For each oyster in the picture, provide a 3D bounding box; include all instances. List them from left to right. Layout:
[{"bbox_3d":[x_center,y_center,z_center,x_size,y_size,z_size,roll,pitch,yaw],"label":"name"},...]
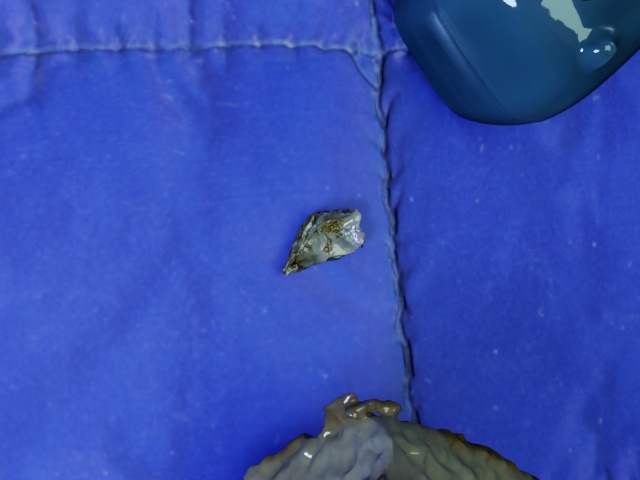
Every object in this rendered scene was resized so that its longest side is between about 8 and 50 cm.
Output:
[{"bbox_3d":[-0.001,-0.003,1.061,0.093,0.034,0.051,-16,111,-38],"label":"oyster"}]

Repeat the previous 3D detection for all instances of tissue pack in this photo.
[{"bbox_3d":[0.225,-0.248,1.090,0.287,0.206,0.198,-43,105,-23],"label":"tissue pack"}]

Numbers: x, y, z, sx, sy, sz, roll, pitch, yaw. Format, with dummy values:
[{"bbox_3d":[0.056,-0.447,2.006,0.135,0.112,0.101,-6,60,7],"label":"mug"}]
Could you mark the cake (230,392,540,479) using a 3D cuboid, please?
[{"bbox_3d":[0.054,0.335,0.900,0.314,0.293,0.306,26,45,-33],"label":"cake"}]
